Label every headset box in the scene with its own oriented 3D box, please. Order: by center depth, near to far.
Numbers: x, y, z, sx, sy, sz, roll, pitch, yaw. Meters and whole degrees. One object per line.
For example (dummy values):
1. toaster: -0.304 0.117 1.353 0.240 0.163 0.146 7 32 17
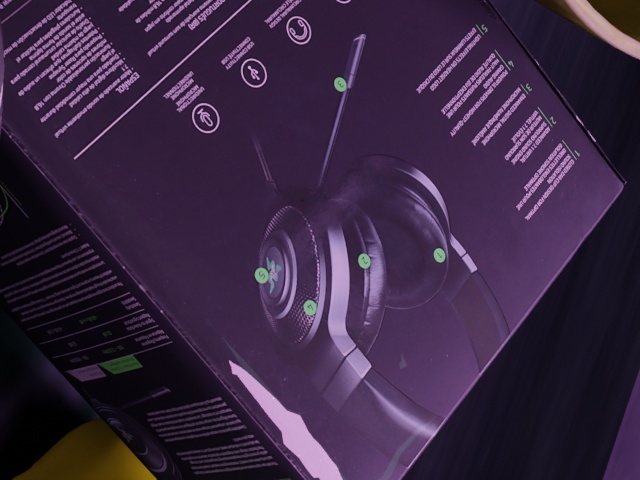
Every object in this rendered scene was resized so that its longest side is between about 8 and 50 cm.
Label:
1. headset box: -0.022 -0.031 0.674 0.283 0.131 0.246 50 58 -14

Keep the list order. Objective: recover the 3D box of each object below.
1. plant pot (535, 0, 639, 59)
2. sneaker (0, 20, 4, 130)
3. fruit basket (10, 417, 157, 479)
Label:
1. plant pot: 0.113 -0.255 0.727 0.275 0.293 0.274 -14 117 -29
2. sneaker: -0.172 0.003 0.543 0.106 0.078 0.234 -106 -147 -69
3. fruit basket: -0.156 0.255 0.719 0.392 0.283 0.392 164 -90 -86
